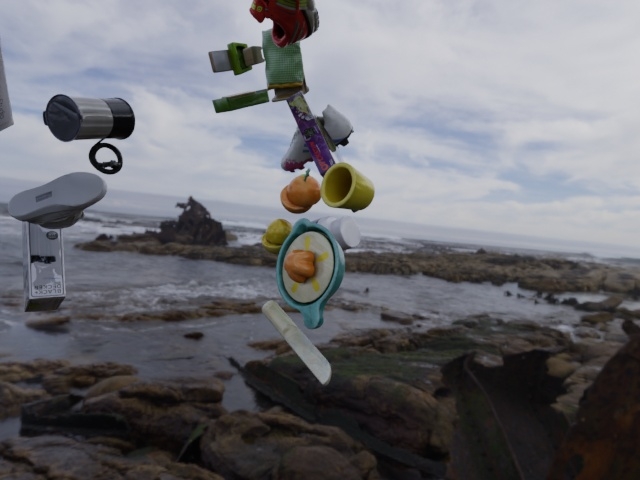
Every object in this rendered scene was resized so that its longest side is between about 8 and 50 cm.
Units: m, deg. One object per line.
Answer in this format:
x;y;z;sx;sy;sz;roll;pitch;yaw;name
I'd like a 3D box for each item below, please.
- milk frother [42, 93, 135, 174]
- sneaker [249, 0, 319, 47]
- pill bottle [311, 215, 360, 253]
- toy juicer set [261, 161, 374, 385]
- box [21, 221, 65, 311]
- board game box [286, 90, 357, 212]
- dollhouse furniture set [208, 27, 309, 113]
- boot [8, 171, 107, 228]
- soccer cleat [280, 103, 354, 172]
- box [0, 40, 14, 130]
-0.443;-0.199;0.872;0.129;0.143;0.135;-12;9;24;milk frother
-0.080;-0.451;0.817;0.119;0.107;0.279;-33;-21;1;sneaker
0.000;0.000;0.992;0.170;0.094;0.094;-17;-13;39;pill bottle
-0.043;0.037;0.723;0.209;0.328;0.090;12;-1;45;toy juicer set
-0.801;0.047;1.307;0.087;0.289;0.169;0;-18;-37;box
0.025;-0.206;1.149;0.056;0.208;0.347;-31;-18;9;board game box
-0.191;-0.487;1.295;0.151;0.197;0.302;-25;23;-35;dollhouse furniture set
-0.635;-0.096;1.151;0.259;0.095;0.123;-11;-17;8;boot
-0.041;-0.335;1.472;0.332;0.115;0.143;-20;-52;44;soccer cleat
-0.730;-0.363;0.819;0.322;0.232;0.058;25;43;-1;box
